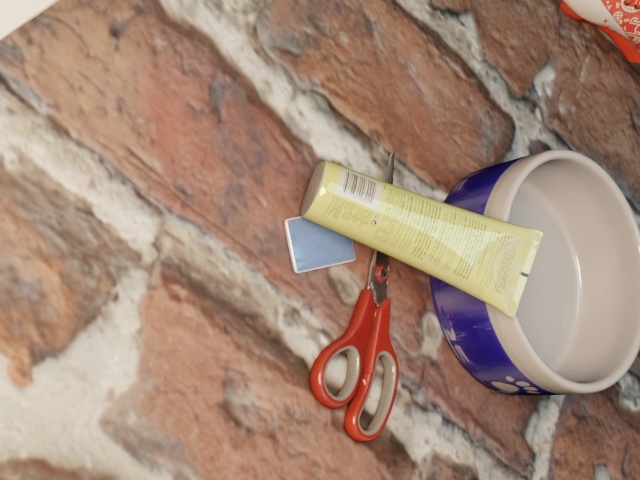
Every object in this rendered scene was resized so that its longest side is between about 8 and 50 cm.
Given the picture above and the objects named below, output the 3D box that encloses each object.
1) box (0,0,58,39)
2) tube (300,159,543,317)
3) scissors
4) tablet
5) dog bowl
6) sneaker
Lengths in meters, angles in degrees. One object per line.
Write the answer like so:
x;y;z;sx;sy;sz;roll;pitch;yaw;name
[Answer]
-0.266;-0.255;0.976;0.182;0.119;0.181;-47;117;-38;box
0.099;-0.006;1.250;0.240;0.070;0.062;21;34;-12;tube
0.061;0.055;1.292;0.109;0.021;0.297;37;58;-32;scissors
0.000;0.000;1.255;0.083;0.006;0.054;-11;90;-42;tablet
0.244;0.038;1.405;0.265;0.104;0.264;10;75;-41;dog bowl
0.406;-0.302;1.593;0.270;0.145;0.090;33;61;-34;sneaker
